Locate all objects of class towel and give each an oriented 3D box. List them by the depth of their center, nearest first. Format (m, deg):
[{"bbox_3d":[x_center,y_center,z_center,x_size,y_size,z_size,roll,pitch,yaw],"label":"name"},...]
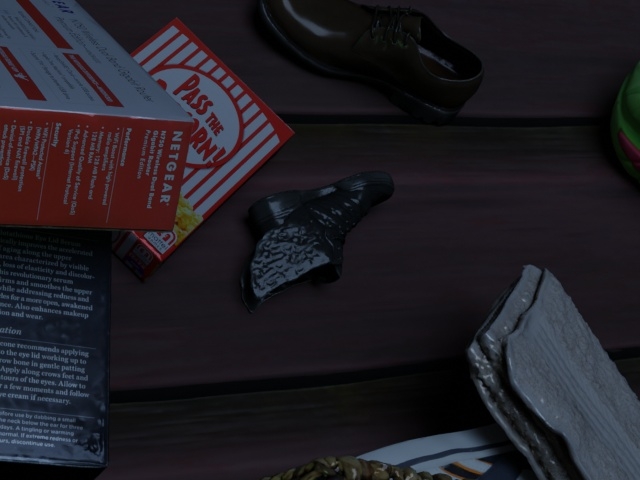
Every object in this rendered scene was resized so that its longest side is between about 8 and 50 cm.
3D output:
[{"bbox_3d":[0.224,0.161,1.157,0.282,0.049,0.187,55,29,-6],"label":"towel"}]

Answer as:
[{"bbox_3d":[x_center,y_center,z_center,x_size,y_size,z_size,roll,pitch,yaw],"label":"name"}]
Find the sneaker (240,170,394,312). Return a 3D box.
[{"bbox_3d":[0.001,-0.001,1.229,0.170,0.051,0.089,-13,72,-28],"label":"sneaker"}]

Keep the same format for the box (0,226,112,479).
[{"bbox_3d":[-0.219,0.080,0.998,0.108,0.153,0.207,9,60,-24],"label":"box"}]

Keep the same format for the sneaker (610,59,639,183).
[{"bbox_3d":[0.529,-0.064,1.469,0.482,0.185,0.202,34,57,-10],"label":"sneaker"}]

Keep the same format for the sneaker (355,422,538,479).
[{"bbox_3d":[0.095,0.223,1.109,0.321,0.126,0.127,-9,64,-34],"label":"sneaker"}]

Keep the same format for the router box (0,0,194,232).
[{"bbox_3d":[-0.286,-0.113,0.985,0.301,0.082,0.335,3,23,-27],"label":"router box"}]

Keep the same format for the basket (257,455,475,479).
[{"bbox_3d":[-0.002,0.291,0.909,0.213,0.299,0.223,15,58,-21],"label":"basket"}]

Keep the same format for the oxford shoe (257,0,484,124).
[{"bbox_3d":[0.052,-0.194,1.331,0.227,0.096,0.083,20,58,-16],"label":"oxford shoe"}]

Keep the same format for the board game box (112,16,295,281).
[{"bbox_3d":[-0.134,-0.080,1.197,0.147,0.045,0.193,44,52,-2],"label":"board game box"}]
